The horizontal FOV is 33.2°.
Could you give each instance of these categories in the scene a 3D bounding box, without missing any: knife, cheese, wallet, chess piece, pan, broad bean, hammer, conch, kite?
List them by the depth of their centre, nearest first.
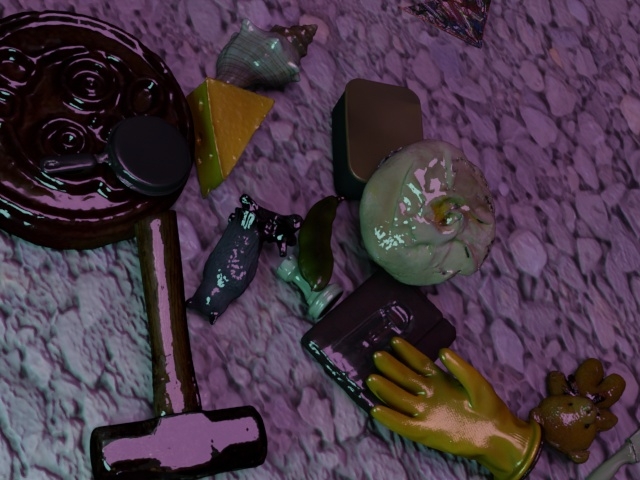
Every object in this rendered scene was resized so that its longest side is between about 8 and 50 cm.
[{"bbox_3d":[-0.220,0.147,1.554,0.242,0.095,0.409,-2,74,-23],"label":"hammer"},{"bbox_3d":[-0.300,-0.125,1.601,0.235,0.028,0.136,-9,71,-29],"label":"pan"},{"bbox_3d":[-0.020,0.070,1.715,0.103,0.067,0.067,42,58,12],"label":"chess piece"},{"bbox_3d":[-0.004,-0.001,1.722,0.065,0.046,0.255,11,38,-1],"label":"broad bean"},{"bbox_3d":[0.102,0.156,1.731,0.182,0.049,0.229,46,57,5],"label":"wallet"},{"bbox_3d":[-0.158,-0.157,1.738,0.126,0.093,0.171,18,64,-27],"label":"cheese"},{"bbox_3d":[0.521,0.364,1.823,0.293,0.020,0.043,-33,80,-32],"label":"knife"},{"bbox_3d":[-0.106,-0.325,1.835,0.233,0.114,0.137,-11,58,-20],"label":"conch"},{"bbox_3d":[0.261,-0.453,2.100,0.232,0.009,0.189,-22,76,-29],"label":"kite"}]

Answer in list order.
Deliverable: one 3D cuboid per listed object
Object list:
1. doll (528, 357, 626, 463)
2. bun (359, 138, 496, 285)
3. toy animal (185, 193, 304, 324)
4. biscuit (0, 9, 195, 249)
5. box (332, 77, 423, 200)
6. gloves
[{"bbox_3d":[0.439,0.268,1.792,0.137,0.097,0.209,41,53,6],"label":"doll"},{"bbox_3d":[0.181,-0.039,1.729,0.239,0.141,0.239,-2,96,-17],"label":"bun"},{"bbox_3d":[-0.125,0.028,1.649,0.121,0.117,0.210,25,63,12],"label":"toy animal"},{"bbox_3d":[-0.388,-0.183,1.663,0.407,0.091,0.408,8,64,-18],"label":"biscuit"},{"bbox_3d":[0.096,-0.165,1.852,0.144,0.090,0.201,6,64,-19],"label":"box"},{"bbox_3d":[0.195,0.263,1.667,0.294,0.116,0.133,33,55,-10],"label":"gloves"}]
